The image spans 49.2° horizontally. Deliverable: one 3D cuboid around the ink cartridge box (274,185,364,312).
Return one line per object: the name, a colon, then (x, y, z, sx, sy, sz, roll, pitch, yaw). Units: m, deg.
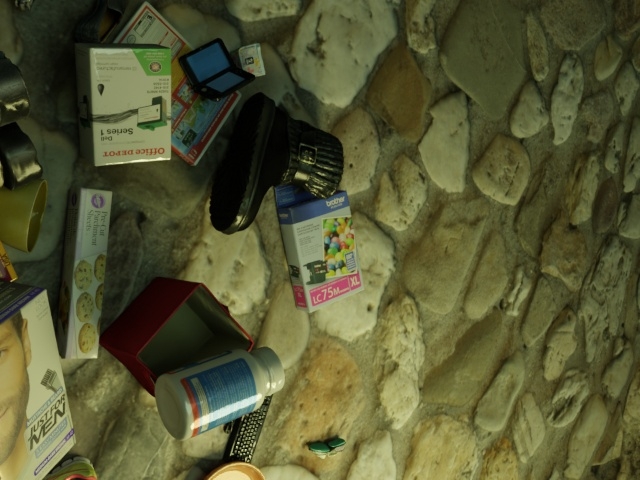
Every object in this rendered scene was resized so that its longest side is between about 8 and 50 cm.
ink cartridge box: (0.000, 0.000, 1.707, 0.185, 0.065, 0.311, -19, 102, -36)

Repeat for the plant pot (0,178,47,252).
plant pot: (-0.547, -0.052, 1.231, 0.095, 0.134, 0.134, 12, 84, -13)

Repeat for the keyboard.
keyboard: (-0.173, 0.424, 1.611, 0.108, 0.023, 0.180, 27, 74, -36)

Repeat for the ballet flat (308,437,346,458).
ballet flat: (0.016, 0.529, 1.759, 0.114, 0.041, 0.041, 0, 92, -38)

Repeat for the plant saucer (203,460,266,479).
plant saucer: (-0.209, 0.593, 1.575, 0.200, 0.037, 0.200, -4, 97, -37)

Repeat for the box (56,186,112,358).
box: (-0.452, 0.062, 1.331, 0.067, 0.063, 0.324, 7, 88, -40)

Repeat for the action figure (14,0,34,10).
action figure: (-0.514, -0.511, 1.250, 0.285, 0.099, 0.185, -18, 111, -33)

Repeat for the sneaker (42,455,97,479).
sneaker: (-0.508, 0.485, 1.296, 0.208, 0.094, 0.081, -36, 115, -31)

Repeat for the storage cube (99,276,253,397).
storage cube: (-0.289, 0.203, 1.398, 0.215, 0.193, 0.184, -51, 121, -26)

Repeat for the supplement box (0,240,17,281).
supplement box: (-0.627, 0.066, 1.174, 0.188, 0.104, 0.081, -30, 111, -34)

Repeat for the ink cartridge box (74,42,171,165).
ink cartridge box: (-0.372, -0.260, 1.332, 0.160, 0.092, 0.219, -11, 115, -33)

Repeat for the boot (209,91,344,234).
boot: (-0.084, -0.135, 1.573, 0.260, 0.131, 0.348, 30, 68, -36)

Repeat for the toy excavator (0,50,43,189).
toy excavator: (-0.662, -0.304, 1.071, 0.222, 0.445, 0.433, -33, 155, -34)

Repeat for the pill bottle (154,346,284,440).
pill bottle: (-0.179, 0.271, 1.286, 0.221, 0.124, 0.124, -15, 101, -36)

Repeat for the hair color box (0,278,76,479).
hair color box: (-0.524, 0.258, 1.158, 0.185, 0.110, 0.339, -54, 148, -58)

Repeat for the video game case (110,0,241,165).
video game case: (-0.316, -0.322, 1.459, 0.285, 0.025, 0.204, 42, 67, -32)

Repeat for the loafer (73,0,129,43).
loafer: (-0.402, -0.440, 1.350, 0.170, 0.061, 0.062, -63, 151, -13)

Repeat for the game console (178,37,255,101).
game console: (-0.217, -0.362, 1.478, 0.122, 0.107, 0.071, -39, 143, -31)

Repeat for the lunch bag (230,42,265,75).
lunch bag: (-0.157, -0.395, 1.545, 0.053, 0.083, 0.071, -21, 106, -37)
